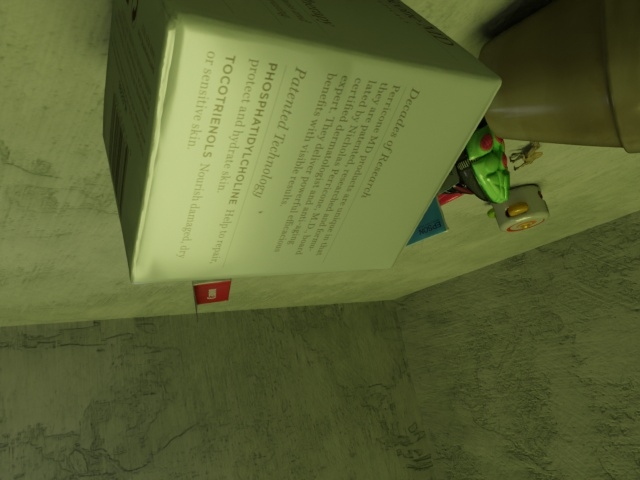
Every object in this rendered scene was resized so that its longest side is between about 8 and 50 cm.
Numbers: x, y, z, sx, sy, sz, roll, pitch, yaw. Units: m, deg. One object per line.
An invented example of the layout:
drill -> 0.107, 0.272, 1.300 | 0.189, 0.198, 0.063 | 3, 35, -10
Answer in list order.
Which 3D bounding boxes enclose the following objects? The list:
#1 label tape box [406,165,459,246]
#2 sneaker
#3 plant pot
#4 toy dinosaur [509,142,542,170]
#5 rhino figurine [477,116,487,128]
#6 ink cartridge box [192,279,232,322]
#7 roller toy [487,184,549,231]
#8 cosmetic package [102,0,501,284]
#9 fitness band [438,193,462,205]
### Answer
label tape box -> 0.156, -0.138, 1.077 | 0.115, 0.347, 0.249 | 5, 157, -44
sneaker -> 0.347, -0.172, 1.229 | 0.202, 0.185, 0.483 | -10, -178, 13
plant pot -> 0.454, -0.300, 0.894 | 0.280, 0.323, 0.323 | -4, 172, 40
toy dinosaur -> 0.645, -0.253, 1.547 | 0.093, 0.053, 0.183 | -17, 163, 14
rhino figurine -> 0.293, -0.284, 1.171 | 0.243, 0.073, 0.106 | -13, 166, 12
ink cartridge box -> -0.383, 0.121, 1.714 | 0.130, 0.271, 0.309 | -7, 163, -15
roller toy -> 0.778, -0.116, 1.924 | 0.191, 0.146, 0.209 | -8, 163, -13
cosmetic package -> -0.063, -0.174, 0.678 | 0.394, 0.329, 0.327 | -2, 133, -31
fitness band -> 0.403, -0.146, 1.630 | 0.209, 0.054, 0.291 | -29, 175, 32
